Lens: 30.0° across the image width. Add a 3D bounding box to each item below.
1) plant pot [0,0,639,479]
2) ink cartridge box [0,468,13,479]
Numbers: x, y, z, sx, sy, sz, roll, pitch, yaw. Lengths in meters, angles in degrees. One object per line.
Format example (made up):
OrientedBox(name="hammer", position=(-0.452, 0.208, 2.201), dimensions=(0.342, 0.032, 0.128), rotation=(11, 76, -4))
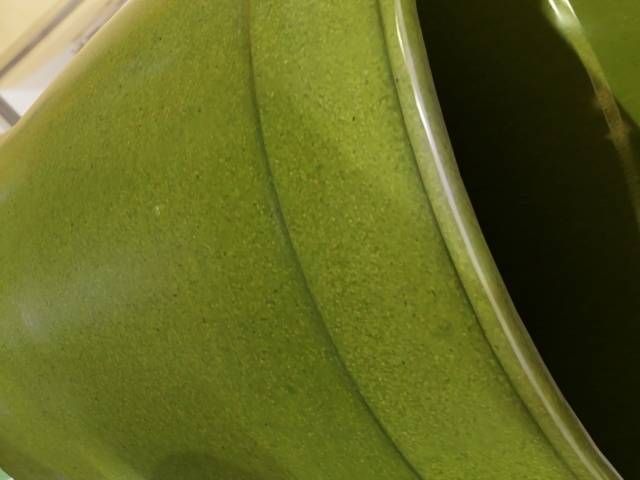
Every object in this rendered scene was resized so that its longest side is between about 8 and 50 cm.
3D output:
OrientedBox(name="plant pot", position=(0.000, 0.000, 0.601), dimensions=(0.366, 0.353, 0.366), rotation=(29, -129, -44))
OrientedBox(name="ink cartridge box", position=(-0.237, 0.157, 0.900), dimensions=(0.056, 0.171, 0.235), rotation=(60, 171, 21))
